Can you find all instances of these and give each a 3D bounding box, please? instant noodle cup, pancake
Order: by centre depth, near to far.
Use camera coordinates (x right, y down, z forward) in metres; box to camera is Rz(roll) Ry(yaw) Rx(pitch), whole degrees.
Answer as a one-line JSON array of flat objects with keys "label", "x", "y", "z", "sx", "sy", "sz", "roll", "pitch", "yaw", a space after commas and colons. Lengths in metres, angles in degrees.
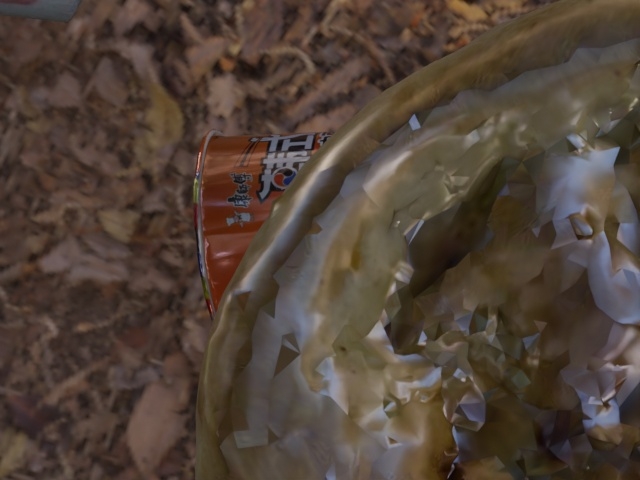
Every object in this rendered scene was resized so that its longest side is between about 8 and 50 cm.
[{"label": "pancake", "x": 0.133, "y": 0.090, "z": 0.379, "sx": 0.382, "sy": 0.071, "sz": 0.382, "roll": -8, "pitch": 65, "yaw": 17}, {"label": "instant noodle cup", "x": 0.000, "y": 0.000, "z": 1.404, "sx": 0.192, "sy": 0.250, "sz": 0.250, "roll": -8, "pitch": 67, "yaw": 11}]

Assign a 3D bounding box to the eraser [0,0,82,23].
[{"label": "eraser", "x": -0.233, "y": -0.213, "z": 0.769, "sx": 0.081, "sy": 0.227, "sz": 0.174, "roll": -119, "pitch": 39, "yaw": -53}]
